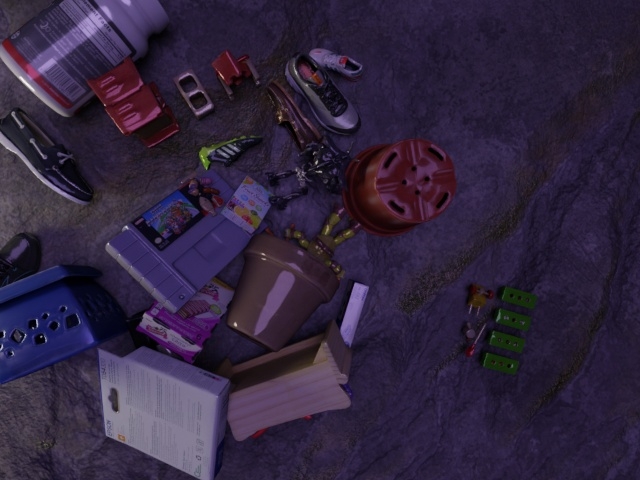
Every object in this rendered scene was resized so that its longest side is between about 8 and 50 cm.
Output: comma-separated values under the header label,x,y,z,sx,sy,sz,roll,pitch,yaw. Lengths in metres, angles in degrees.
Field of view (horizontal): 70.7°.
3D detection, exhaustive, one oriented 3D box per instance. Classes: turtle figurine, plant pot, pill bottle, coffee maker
label,x,y,z,sx,sy,sz,roll,pitch,yaw
turtle figurine,0.000,0.000,1.247,0.269,0.087,0.217,42,86,-10
plant pot,0.211,-0.143,1.186,0.273,0.265,0.272,0,91,-7
plant pot,-0.646,0.186,1.110,0.236,0.236,0.212,-22,88,-5
plant pot,-0.113,0.146,1.126,0.263,0.263,0.229,31,70,-6
pill bottle,-0.567,-0.497,1.115,0.363,0.210,0.210,-42,95,-5
coffee maker,-0.442,0.272,1.187,0.171,0.120,0.178,-18,92,-6

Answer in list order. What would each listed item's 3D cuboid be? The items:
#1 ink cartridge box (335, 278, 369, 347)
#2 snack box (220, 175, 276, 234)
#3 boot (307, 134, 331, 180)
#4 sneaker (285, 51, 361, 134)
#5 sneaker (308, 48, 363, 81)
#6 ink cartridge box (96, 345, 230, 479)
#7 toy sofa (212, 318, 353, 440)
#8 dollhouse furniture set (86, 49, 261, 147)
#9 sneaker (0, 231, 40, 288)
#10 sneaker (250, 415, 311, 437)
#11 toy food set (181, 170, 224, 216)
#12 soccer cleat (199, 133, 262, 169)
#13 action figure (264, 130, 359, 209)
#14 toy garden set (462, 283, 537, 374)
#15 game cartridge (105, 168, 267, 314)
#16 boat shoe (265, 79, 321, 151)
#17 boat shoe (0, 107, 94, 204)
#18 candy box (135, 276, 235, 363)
label,x,y,z,sx,sy,sz,roll,pitch,yaw
ink cartridge box,0.077,0.216,1.259,0.046,0.097,0.207,17,89,-6
snack box,-0.191,-0.097,1.208,0.100,0.037,0.141,37,45,-13
boot,0.020,-0.231,1.277,0.087,0.042,0.118,29,90,-12
sneaker,0.007,-0.399,1.237,0.100,0.108,0.271,-45,97,-6
sneaker,0.046,-0.500,1.255,0.161,0.075,0.057,22,88,-7
ink cartridge box,-0.393,0.425,1.132,0.330,0.071,0.324,19,120,13
toy sofa,-0.094,0.358,1.162,0.363,0.150,0.177,-23,98,13
dollhouse furniture set,-0.350,-0.401,1.147,0.374,0.201,0.152,-31,94,-5
sneaker,-0.819,0.100,1.148,0.101,0.106,0.267,31,86,-5
sneaker,-0.081,0.462,1.245,0.279,0.107,0.118,-38,105,-2
toy food set,-0.293,-0.126,1.159,0.122,0.019,0.078,45,50,-7
soccer cleat,-0.241,-0.243,1.238,0.179,0.060,0.072,-16,102,0
action figure,-0.012,-0.183,1.192,0.276,0.141,0.164,-19,94,25
toy garden set,0.509,0.252,1.339,0.204,0.049,0.244,16,90,-9
game cartridge,-0.320,-0.015,1.134,0.230,0.068,0.355,49,50,-9
boat shoe,-0.087,-0.340,1.243,0.073,0.073,0.207,-39,95,-7
boat shoe,-0.693,-0.215,1.153,0.302,0.114,0.091,41,92,-6
candy box,-0.328,0.174,1.144,0.159,0.233,0.071,34,120,-7
